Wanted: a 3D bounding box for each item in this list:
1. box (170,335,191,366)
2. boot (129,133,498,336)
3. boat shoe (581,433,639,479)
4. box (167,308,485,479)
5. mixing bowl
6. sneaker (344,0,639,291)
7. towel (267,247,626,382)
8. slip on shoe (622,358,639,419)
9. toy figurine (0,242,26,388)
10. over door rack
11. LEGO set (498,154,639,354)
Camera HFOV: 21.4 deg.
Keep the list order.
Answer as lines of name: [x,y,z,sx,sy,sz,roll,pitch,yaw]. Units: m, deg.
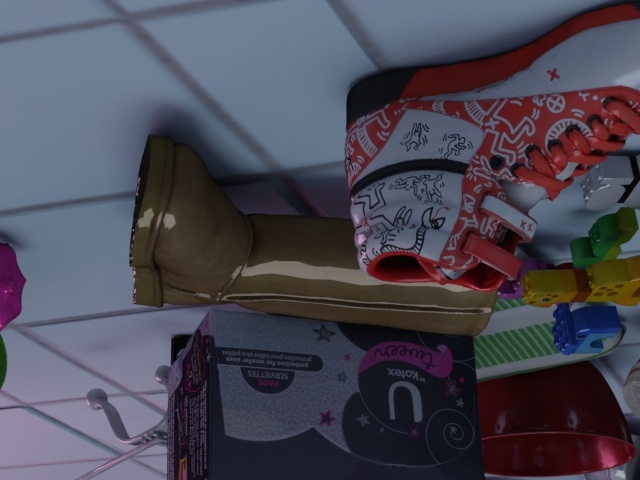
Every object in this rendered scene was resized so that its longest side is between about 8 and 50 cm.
box: [-0.051,0.143,1.686,0.184,0.045,0.191,-1,159,1]
boot: [0.000,0.000,1.231,0.269,0.089,0.236,6,163,-3]
boat shoe: [0.342,0.259,1.956,0.081,0.079,0.227,13,166,24]
box: [0.003,0.164,1.469,0.247,0.163,0.142,8,152,-19]
mixing bowl: [0.216,0.165,1.659,0.181,0.098,0.181,0,160,0]
sneaker: [0.137,-0.049,1.041,0.270,0.145,0.090,-12,156,29]
towel: [0.104,0.061,1.484,0.248,0.038,0.325,-13,153,29]
slip on shoe: [0.428,0.195,1.551,0.331,0.101,0.123,39,155,-5]
toy figurine: [-0.313,0.045,1.391,0.173,0.130,0.159,31,137,-10]
over door rack: [-0.154,0.240,1.700,0.239,0.108,0.324,20,133,-35]
LEGO set: [0.185,0.024,1.266,0.093,0.087,0.227,-1,152,-14]
